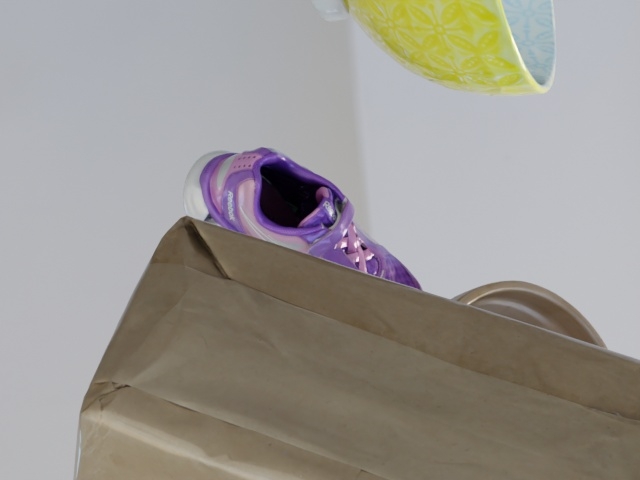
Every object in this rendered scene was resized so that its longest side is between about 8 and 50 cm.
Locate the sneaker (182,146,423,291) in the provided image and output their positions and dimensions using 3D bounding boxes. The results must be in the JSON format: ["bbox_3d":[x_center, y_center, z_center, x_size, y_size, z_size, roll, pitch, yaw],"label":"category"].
[{"bbox_3d":[0.000,0.000,1.518,0.236,0.095,0.104,37,148,-18],"label":"sneaker"}]

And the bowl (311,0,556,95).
[{"bbox_3d":[0.066,-0.235,1.343,0.156,0.289,0.289,-11,178,16],"label":"bowl"}]

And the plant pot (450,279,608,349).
[{"bbox_3d":[0.145,0.160,1.530,0.237,0.237,0.110,-4,169,-37],"label":"plant pot"}]

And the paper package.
[{"bbox_3d":[0.021,0.187,0.978,0.310,0.324,0.168,18,-138,10],"label":"paper package"}]
